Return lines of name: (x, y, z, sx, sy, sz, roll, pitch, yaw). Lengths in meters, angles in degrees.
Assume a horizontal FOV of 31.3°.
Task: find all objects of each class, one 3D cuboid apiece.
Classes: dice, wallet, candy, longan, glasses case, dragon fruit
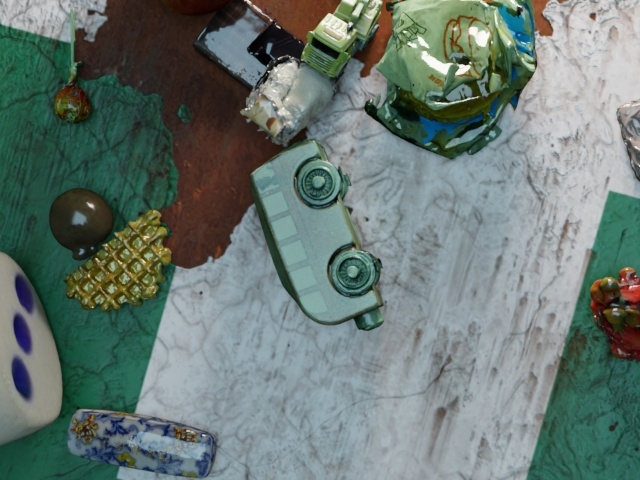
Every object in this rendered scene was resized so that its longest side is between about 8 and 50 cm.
dice: (-0.612, 0.199, 1.821, 0.304, 0.277, 0.304, -19, 88, 8)
wallet: (-0.088, -0.299, 1.889, 0.230, 0.042, 0.124, 38, 94, 5)
candy: (-0.419, -0.294, 1.926, 0.060, 0.060, 0.201, -2, 81, 6)
longan: (-0.395, -0.027, 1.888, 0.106, 0.106, 0.119, -8, 82, 6)
glasses case: (-0.296, 0.334, 1.888, 0.248, 0.065, 0.087, 8, 88, 7)
dragon fruit: (0.486, 0.110, 1.779, 0.150, 0.207, 0.133, 15, 74, 48)

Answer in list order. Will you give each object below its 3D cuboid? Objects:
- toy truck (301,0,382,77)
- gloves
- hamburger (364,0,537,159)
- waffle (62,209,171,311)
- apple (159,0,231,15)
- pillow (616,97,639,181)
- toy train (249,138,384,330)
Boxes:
toy truck: (0.042, -0.344, 1.820, 0.077, 0.100, 0.169, 33, 52, 7)
gloves: (-0.051, -0.234, 1.834, 0.114, 0.070, 0.153, 42, 84, 4)
hamburger: (0.207, -0.272, 1.805, 0.260, 0.150, 0.276, 13, 91, 7)
waffle: (-0.342, 0.037, 1.908, 0.192, 0.046, 0.160, -7, 90, 6)
apple: (-0.200, -0.482, 1.819, 0.230, 0.230, 0.230, 0, 89, 6)
pillow: (0.606, -0.189, 1.813, 0.248, 0.049, 0.135, -16, 83, 3)
toy train: (0.000, 0.000, 1.833, 0.159, 0.129, 0.326, -22, 87, 9)
